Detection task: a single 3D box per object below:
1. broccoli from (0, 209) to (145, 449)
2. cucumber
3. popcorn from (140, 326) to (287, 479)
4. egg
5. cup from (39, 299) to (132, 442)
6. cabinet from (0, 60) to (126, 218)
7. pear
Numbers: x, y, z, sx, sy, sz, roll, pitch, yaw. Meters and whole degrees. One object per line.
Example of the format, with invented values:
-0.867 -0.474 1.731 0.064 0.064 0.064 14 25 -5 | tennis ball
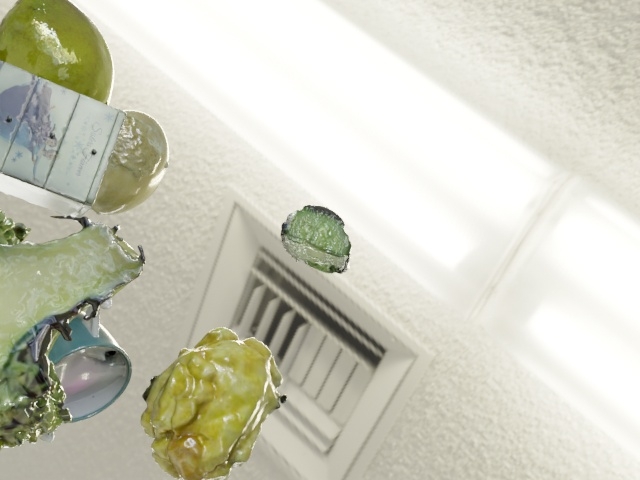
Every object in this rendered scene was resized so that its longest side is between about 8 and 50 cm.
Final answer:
-0.309 0.078 0.845 0.242 0.273 0.180 60 -21 8 | broccoli
0.000 0.000 1.440 0.116 0.085 0.193 12 -20 6 | cucumber
-0.192 0.303 1.574 0.215 0.286 0.252 25 -21 22 | popcorn
-0.356 -0.139 1.540 0.164 0.201 0.164 28 -16 9 | egg
-0.420 0.183 1.414 0.173 0.168 0.299 41 -68 39 | cup
-0.406 -0.140 1.215 0.150 0.206 0.145 -15 -124 66 | cabinet
-0.455 -0.284 1.459 0.212 0.212 0.269 -15 -102 43 | pear
